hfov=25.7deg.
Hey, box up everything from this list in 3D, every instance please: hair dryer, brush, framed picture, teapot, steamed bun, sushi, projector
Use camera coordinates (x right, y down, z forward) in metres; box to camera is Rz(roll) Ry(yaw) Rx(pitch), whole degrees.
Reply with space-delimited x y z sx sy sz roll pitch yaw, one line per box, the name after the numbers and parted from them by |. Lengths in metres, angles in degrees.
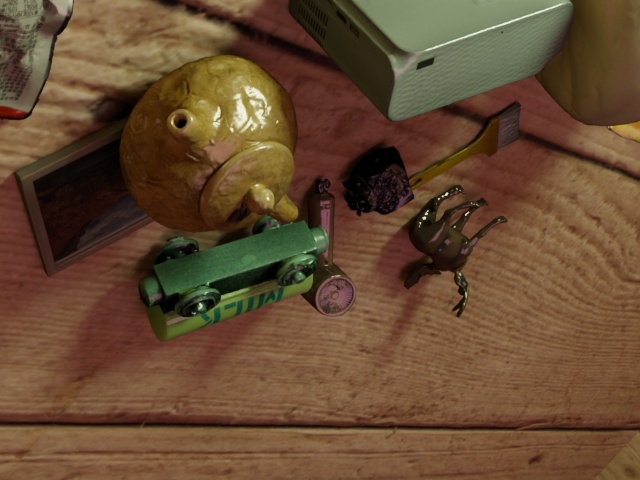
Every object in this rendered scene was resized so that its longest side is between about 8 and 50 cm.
0.000 0.000 1.876 0.064 0.117 0.181 -8 115 -22 | hair dryer
0.204 -0.124 2.010 0.205 0.011 0.083 -31 150 -16 | brush
-0.218 -0.071 1.592 0.250 0.016 0.184 -28 147 -20 | framed picture
-0.098 -0.081 1.533 0.203 0.167 0.311 -43 151 3 | teapot
0.379 -0.302 1.651 0.233 0.312 0.334 -14 149 -15 | steamed bun
0.075 -0.075 1.880 0.085 0.056 0.083 -33 150 -15 | sushi
0.121 -0.252 1.557 0.250 0.198 0.108 -23 145 -27 | projector

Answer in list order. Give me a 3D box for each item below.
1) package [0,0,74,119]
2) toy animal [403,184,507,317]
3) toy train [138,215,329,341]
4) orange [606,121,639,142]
-0.311 -0.194 1.310 0.166 0.040 0.232 -8 145 -39 | package
0.191 0.014 2.115 0.186 0.094 0.214 -52 141 9 | toy animal
-0.112 0.051 1.787 0.253 0.105 0.157 -19 155 -21 | toy train
0.482 -0.286 1.873 0.274 0.274 0.310 24 77 -58 | orange
